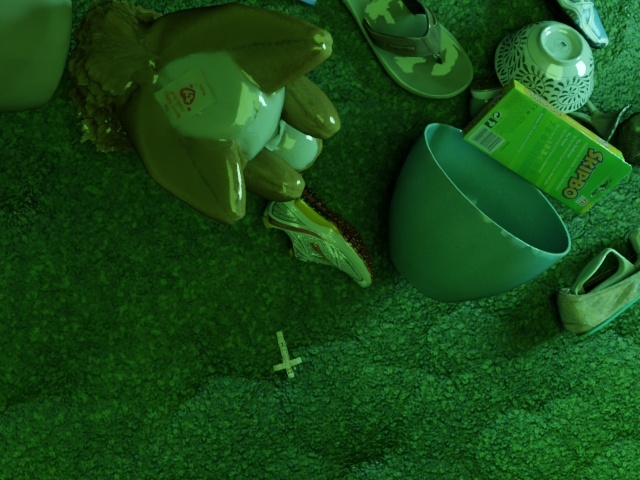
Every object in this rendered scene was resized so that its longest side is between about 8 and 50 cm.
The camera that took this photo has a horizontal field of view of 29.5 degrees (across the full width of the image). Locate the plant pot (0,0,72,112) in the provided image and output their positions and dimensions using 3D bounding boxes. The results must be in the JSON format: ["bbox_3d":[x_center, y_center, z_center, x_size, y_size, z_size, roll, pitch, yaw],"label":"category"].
[{"bbox_3d":[-0.503,-0.296,1.651,0.280,0.323,0.323,8,99,-34],"label":"plant pot"}]

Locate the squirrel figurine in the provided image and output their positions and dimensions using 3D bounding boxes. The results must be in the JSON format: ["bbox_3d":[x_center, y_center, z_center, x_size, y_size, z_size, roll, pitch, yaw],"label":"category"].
[{"bbox_3d":[-0.162,-0.204,1.744,0.397,0.370,0.281,22,96,10],"label":"squirrel figurine"}]

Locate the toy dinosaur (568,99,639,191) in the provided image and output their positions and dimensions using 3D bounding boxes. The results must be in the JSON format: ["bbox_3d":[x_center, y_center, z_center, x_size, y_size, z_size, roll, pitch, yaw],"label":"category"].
[{"bbox_3d":[0.570,-0.179,2.005,0.314,0.121,0.160,-12,136,10],"label":"toy dinosaur"}]

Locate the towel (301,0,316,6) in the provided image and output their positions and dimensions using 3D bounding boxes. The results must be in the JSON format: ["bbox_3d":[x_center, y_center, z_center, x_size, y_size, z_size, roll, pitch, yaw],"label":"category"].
[{"bbox_3d":[-0.045,-0.508,1.809,0.209,0.034,0.285,4,103,-49],"label":"towel"}]

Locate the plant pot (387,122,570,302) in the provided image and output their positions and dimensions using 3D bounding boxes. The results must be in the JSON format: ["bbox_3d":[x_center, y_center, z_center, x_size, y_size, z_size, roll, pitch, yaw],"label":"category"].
[{"bbox_3d":[0.217,-0.016,1.914,0.290,0.290,0.195,32,116,-19],"label":"plant pot"}]

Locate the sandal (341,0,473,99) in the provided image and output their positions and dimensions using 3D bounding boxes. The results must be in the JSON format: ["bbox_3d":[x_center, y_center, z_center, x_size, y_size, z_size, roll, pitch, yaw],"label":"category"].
[{"bbox_3d":[0.124,-0.336,1.903,0.120,0.086,0.303,-45,109,-3],"label":"sandal"}]

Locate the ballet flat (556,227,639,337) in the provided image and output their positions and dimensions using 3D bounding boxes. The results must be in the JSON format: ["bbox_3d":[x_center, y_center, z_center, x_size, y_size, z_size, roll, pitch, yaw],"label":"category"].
[{"bbox_3d":[0.540,0.044,2.086,0.316,0.107,0.106,-33,100,-8],"label":"ballet flat"}]

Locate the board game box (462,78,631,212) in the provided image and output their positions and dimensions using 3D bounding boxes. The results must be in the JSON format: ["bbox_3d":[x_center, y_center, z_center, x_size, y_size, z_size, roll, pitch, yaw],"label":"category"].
[{"bbox_3d":[0.367,-0.146,1.955,0.259,0.039,0.124,31,124,-19],"label":"board game box"}]

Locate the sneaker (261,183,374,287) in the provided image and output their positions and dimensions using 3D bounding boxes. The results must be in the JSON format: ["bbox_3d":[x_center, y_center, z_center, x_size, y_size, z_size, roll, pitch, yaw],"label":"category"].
[{"bbox_3d":[0.000,0.000,1.947,0.093,0.088,0.225,-42,109,17],"label":"sneaker"}]

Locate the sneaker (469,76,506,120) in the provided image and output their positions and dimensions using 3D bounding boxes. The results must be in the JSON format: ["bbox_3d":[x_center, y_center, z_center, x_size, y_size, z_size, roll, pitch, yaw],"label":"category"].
[{"bbox_3d":[0.329,-0.225,2.000,0.192,0.064,0.086,-10,118,-18],"label":"sneaker"}]

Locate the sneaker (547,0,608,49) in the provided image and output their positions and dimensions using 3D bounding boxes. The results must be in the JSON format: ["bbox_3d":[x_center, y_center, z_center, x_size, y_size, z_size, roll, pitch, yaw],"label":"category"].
[{"bbox_3d":[0.410,-0.401,1.972,0.081,0.080,0.211,-41,109,-2],"label":"sneaker"}]

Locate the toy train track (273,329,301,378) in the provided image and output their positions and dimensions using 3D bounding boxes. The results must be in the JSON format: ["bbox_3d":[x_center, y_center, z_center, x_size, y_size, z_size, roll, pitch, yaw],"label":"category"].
[{"bbox_3d":[-0.057,0.188,1.994,0.048,0.014,0.083,-18,104,-12],"label":"toy train track"}]

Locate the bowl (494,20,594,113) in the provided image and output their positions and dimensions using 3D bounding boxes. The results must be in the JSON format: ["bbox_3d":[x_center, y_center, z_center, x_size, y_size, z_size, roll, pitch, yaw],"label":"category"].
[{"bbox_3d":[0.370,-0.293,1.939,0.170,0.080,0.170,5,62,-10],"label":"bowl"}]
